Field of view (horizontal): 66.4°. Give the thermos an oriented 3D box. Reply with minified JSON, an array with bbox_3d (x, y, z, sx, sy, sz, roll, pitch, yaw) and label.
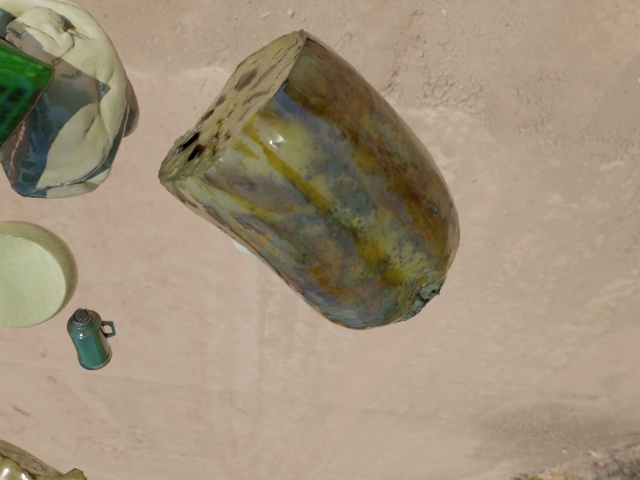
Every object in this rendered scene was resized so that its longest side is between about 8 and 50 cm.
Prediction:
[{"bbox_3d":[-0.500,0.212,1.064,0.083,0.073,0.188,18,140,1],"label":"thermos"}]

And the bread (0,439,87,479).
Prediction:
[{"bbox_3d":[-0.307,0.290,0.399,0.238,0.252,0.196,5,145,34],"label":"bread"}]

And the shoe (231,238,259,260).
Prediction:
[{"bbox_3d":[0.000,0.000,0.758,0.264,0.095,0.110,15,132,-16],"label":"shoe"}]

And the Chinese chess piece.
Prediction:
[{"bbox_3d":[-0.688,0.077,1.115,0.250,0.101,0.251,-3,113,-8],"label":"Chinese chess piece"}]

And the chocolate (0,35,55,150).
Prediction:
[{"bbox_3d":[-0.543,-0.146,0.508,0.360,0.161,0.341,-48,160,8],"label":"chocolate"}]

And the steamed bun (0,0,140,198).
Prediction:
[{"bbox_3d":[-0.448,-0.251,0.876,0.237,0.347,0.393,-10,-168,-42],"label":"steamed bun"}]

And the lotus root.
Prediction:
[{"bbox_3d":[0.013,-0.043,0.568,0.250,0.251,0.346,-27,120,37],"label":"lotus root"}]
